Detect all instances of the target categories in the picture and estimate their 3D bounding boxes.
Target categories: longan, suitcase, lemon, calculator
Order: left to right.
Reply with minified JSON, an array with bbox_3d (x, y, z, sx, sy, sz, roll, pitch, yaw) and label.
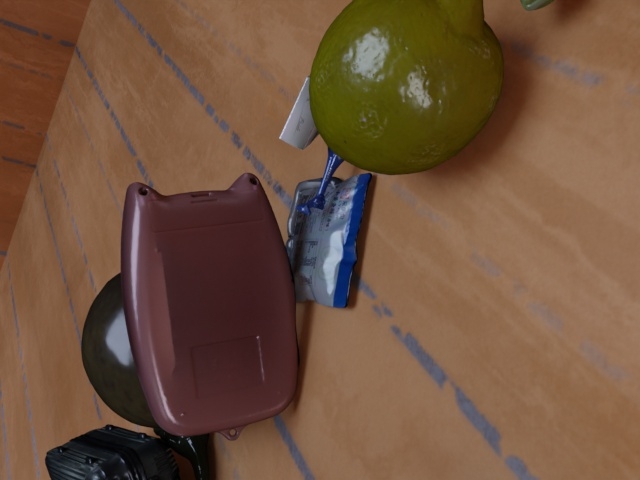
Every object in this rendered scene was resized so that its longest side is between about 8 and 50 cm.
[{"bbox_3d":[-0.306,0.394,1.164,0.312,0.128,0.202,-12,98,55],"label":"suitcase"},{"bbox_3d":[-0.216,0.148,1.065,0.215,0.246,0.246,-24,43,-3],"label":"longan"},{"bbox_3d":[-0.127,0.082,0.948,0.048,0.220,0.330,-11,87,62],"label":"calculator"},{"bbox_3d":[0.079,-0.157,0.784,0.248,0.184,0.184,-44,43,48],"label":"lemon"}]

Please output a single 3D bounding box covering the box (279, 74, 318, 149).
[{"bbox_3d":[-0.006,-0.172,0.987,0.084,0.040,0.154,-60,0,20],"label":"box"}]

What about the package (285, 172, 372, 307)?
[{"bbox_3d":[0.000,0.000,0.995,0.173,0.027,0.171,0,75,55],"label":"package"}]

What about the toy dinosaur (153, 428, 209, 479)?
[{"bbox_3d":[-0.197,0.319,1.186,0.179,0.087,0.187,66,165,-8],"label":"toy dinosaur"}]

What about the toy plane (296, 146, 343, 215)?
[{"bbox_3d":[0.018,-0.108,0.961,0.054,0.062,0.167,28,96,57],"label":"toy plane"}]

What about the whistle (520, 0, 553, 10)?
[{"bbox_3d":[0.204,-0.356,0.738,0.131,0.106,0.289,-25,57,59],"label":"whistle"}]
